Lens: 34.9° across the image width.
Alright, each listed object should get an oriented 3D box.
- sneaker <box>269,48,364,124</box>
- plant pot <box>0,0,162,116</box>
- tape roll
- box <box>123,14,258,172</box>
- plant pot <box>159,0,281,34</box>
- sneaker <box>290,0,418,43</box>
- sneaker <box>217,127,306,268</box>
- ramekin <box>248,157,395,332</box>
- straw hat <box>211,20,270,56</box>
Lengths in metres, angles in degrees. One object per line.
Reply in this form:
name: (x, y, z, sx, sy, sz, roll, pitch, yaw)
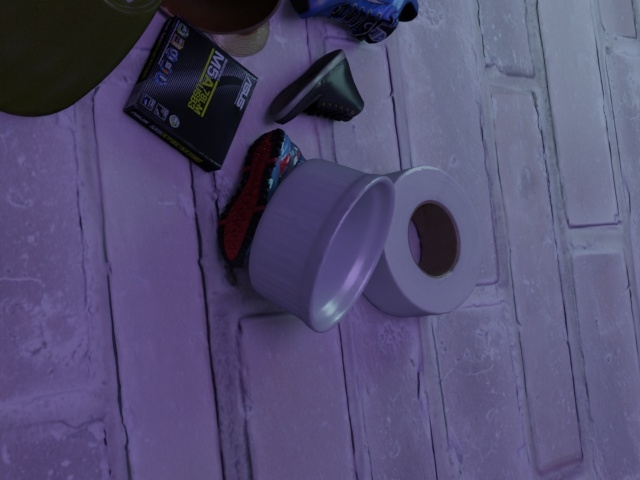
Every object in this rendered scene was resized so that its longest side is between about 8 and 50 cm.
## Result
sneaker: (0.004, -0.244, 1.826, 0.222, 0.083, 0.118, -47, 115, -38)
plant pot: (-0.340, -0.333, 1.378, 0.275, 0.293, 0.274, 9, 77, -42)
tape roll: (0.182, 0.005, 1.937, 0.286, 0.100, 0.286, 9, 77, -42)
box: (-0.207, -0.238, 1.657, 0.184, 0.045, 0.190, 36, 61, -30)
plant pot: (-0.154, -0.508, 1.652, 0.237, 0.237, 0.254, 39, 44, -31)
sneaker: (0.083, -0.444, 1.902, 0.330, 0.130, 0.147, -21, 95, -43)
sneaker: (-0.077, -0.057, 1.707, 0.125, 0.104, 0.262, 39, 59, -34)
ramekin: (0.000, 0.000, 1.668, 0.277, 0.135, 0.277, -51, 156, -35)
straw hat: (-0.123, -0.387, 1.748, 0.144, 0.061, 0.144, 9, 77, -41)
